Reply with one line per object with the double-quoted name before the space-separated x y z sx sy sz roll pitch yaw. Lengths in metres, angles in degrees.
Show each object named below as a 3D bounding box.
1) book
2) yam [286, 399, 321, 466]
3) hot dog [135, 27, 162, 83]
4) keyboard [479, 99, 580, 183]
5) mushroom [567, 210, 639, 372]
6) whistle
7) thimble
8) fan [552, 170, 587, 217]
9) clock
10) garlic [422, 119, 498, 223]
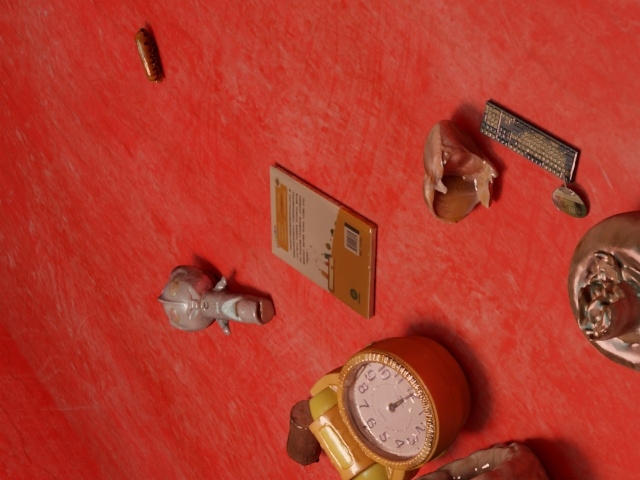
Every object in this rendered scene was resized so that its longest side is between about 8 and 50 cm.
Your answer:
"book" 0.000 0.000 2.211 0.295 0.020 0.208 34 137 39
"yam" -0.033 0.413 2.485 0.084 0.084 0.127 40 143 33
"hot dog" -0.358 -0.388 2.441 0.037 0.049 0.122 -11 111 19
"keyboard" 0.303 -0.145 1.691 0.176 0.014 0.055 37 135 36
"mushroom" 0.420 0.073 1.520 0.226 0.178 0.226 20 118 44
"whistle" -0.240 0.136 2.563 0.346 0.134 0.142 6 76 42
"thimble" 0.256 0.472 1.920 0.291 0.291 0.195 -31 85 57
"fan" 0.360 -0.060 1.661 0.060 0.003 0.080 41 154 19
"clock" 0.132 0.298 2.081 0.244 0.200 0.317 53 138 10
"garlic" 0.200 -0.098 1.798 0.124 0.099 0.174 -125 30 -42
